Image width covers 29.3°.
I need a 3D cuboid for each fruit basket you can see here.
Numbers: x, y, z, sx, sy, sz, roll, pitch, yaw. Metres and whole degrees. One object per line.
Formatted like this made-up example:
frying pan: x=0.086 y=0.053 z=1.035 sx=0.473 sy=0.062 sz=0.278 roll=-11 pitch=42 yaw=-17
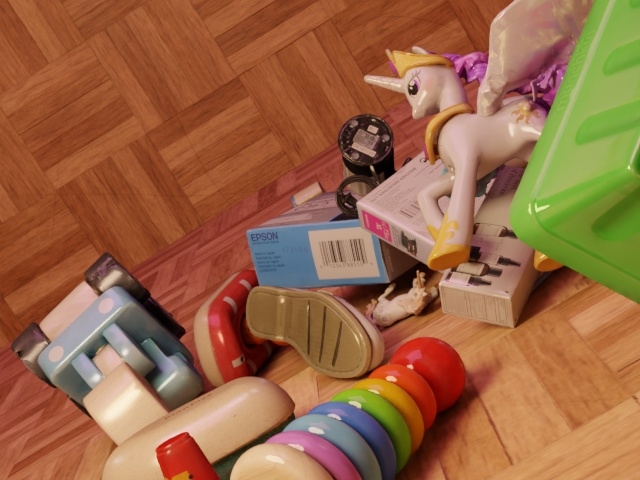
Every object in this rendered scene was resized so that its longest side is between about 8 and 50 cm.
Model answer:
fruit basket: x=0.362 y=-0.098 z=1.261 sx=0.392 sy=0.283 sz=0.392 roll=-61 pitch=8 yaw=14

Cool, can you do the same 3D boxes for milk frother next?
milk frother: x=0.066 y=-0.093 z=1.856 sx=0.143 sy=0.129 sz=0.135 roll=-43 pitch=-18 yaw=-10

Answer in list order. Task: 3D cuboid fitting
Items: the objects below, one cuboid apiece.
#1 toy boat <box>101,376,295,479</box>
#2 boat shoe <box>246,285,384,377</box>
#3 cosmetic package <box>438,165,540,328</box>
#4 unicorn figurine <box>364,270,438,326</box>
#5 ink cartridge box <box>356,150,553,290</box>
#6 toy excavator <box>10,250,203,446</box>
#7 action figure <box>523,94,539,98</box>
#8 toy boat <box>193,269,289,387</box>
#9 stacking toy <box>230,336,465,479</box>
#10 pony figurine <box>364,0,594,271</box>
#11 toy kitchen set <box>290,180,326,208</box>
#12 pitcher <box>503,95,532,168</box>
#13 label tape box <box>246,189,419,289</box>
toy boat: x=-0.142 y=0.284 z=1.488 sx=0.267 sy=0.148 sz=0.318 roll=-27 pitch=4 yaw=-1
boat shoe: x=0.010 y=0.121 z=1.773 sx=0.103 sy=0.113 sz=0.302 roll=2 pitch=11 yaw=-34
cosmetic package: x=0.243 y=0.002 z=1.582 sx=0.099 sy=0.060 sz=0.239 roll=12 pitch=47 yaw=23
unicorn figurine: x=0.126 y=0.087 z=1.791 sx=0.162 sy=0.060 sz=0.111 roll=-44 pitch=4 yaw=32
ink cartridge box: x=0.223 y=-0.024 z=1.705 sx=0.186 sy=0.065 sz=0.311 roll=-38 pitch=46 yaw=-26
toy excavator: x=-0.288 y=0.218 z=1.892 sx=0.222 sy=0.433 sz=0.445 roll=-45 pitch=55 yaw=-6
action figure: x=0.377 y=-0.144 z=1.989 sx=0.063 sy=0.137 sz=0.232 roll=-52 pitch=10 yaw=27
toy boat: x=-0.099 y=0.142 z=1.954 sx=0.151 sy=0.151 sz=0.231 roll=-7 pitch=22 yaw=26
stacking toy: x=0.050 y=0.206 z=1.313 sx=0.141 sy=0.141 sz=0.330 roll=-22 pitch=9 yaw=42
pony figurine: x=0.250 y=-0.147 z=1.530 sx=0.351 sy=0.303 sz=0.363 roll=-17 pitch=56 yaw=8
toy kitchen set: x=0.000 y=0.000 z=2.474 sx=0.122 sy=0.166 sz=0.207 roll=-30 pitch=-25 yaw=7
pitcher: x=0.344 y=-0.184 z=2.223 sx=0.177 sy=0.125 sz=0.207 roll=-22 pitch=-9 yaw=-39
label tape box: x=0.082 y=-0.027 z=2.001 sx=0.249 sy=0.115 sz=0.347 roll=-5 pitch=16 yaw=35
